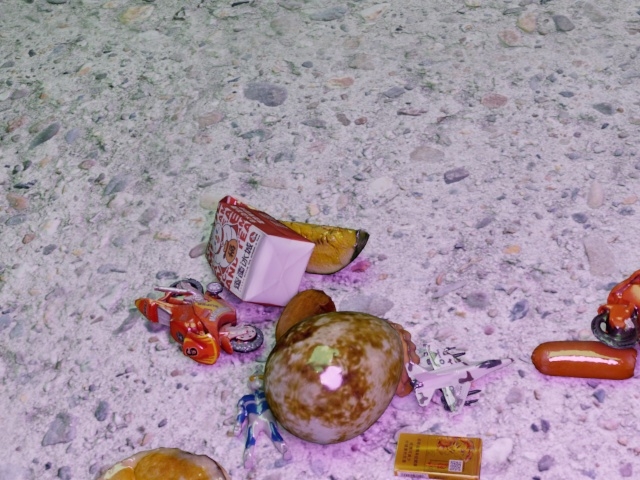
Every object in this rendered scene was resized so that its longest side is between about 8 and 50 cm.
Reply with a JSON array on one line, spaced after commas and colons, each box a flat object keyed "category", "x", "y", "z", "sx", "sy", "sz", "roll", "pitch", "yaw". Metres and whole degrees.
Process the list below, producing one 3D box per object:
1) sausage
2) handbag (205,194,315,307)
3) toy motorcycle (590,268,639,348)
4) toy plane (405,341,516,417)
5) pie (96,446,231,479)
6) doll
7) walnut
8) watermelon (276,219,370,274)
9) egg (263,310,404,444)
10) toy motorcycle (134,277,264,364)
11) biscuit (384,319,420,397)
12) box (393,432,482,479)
[{"category": "sausage", "x": 0.504, "y": 0.228, "z": 1.788, "sx": 0.197, "sy": 0.076, "sz": 0.076, "roll": 0, "pitch": 43, "yaw": 15}, {"category": "handbag", "x": -0.168, "y": 0.020, "z": 2.085, "sx": 0.151, "sy": 0.171, "sz": 0.298, "roll": 11, "pitch": 14, "yaw": -42}, {"category": "toy motorcycle", "x": 0.683, "y": 0.153, "z": 1.768, "sx": 0.325, "sy": 0.148, "sz": 0.221, "roll": 13, "pitch": 43, "yaw": 12}, {"category": "toy plane", "x": 0.266, "y": 0.261, "z": 1.805, "sx": 0.234, "sy": 0.082, "sz": 0.160, "roll": -4, "pitch": 57, "yaw": -25}, {"category": "pie", "x": -0.307, "y": 0.514, "z": 1.667, "sx": 0.338, "sy": 0.077, "sz": 0.339, "roll": -9, "pitch": 44, "yaw": 9}, {"category": "doll", "x": -0.121, "y": 0.335, "z": 1.833, "sx": 0.113, "sy": 0.057, "sz": 0.227, "roll": -15, "pitch": 44, "yaw": 3}, {"category": "walnut", "x": -0.027, "y": 0.172, "z": 1.957, "sx": 0.115, "sy": 0.116, "sz": 0.207, "roll": 4, "pitch": 37, "yaw": 17}, {"category": "watermelon", "x": 0.000, "y": 0.000, "z": 2.109, "sx": 0.301, "sy": 0.129, "sz": 0.123, "roll": 9, "pitch": 50, "yaw": 42}, {"category": "egg", "x": 0.029, "y": 0.247, "z": 1.755, "sx": 0.289, "sy": 0.238, "sz": 0.238, "roll": -38, "pitch": 48, "yaw": -27}, {"category": "toy motorcycle", "x": -0.261, "y": 0.173, "z": 2.014, "sx": 0.171, "sy": 0.089, "sz": 0.298, "roll": -32, "pitch": 45, "yaw": -31}, {"category": "biscuit", "x": 0.147, "y": 0.229, "z": 1.875, "sx": 0.118, "sy": 0.061, "sz": 0.183, "roll": -55, "pitch": 43, "yaw": 15}, {"category": "box", "x": 0.216, "y": 0.397, "z": 1.709, "sx": 0.156, "sy": 0.022, "sz": 0.089, "roll": 0, "pitch": 44, "yaw": 13}]
